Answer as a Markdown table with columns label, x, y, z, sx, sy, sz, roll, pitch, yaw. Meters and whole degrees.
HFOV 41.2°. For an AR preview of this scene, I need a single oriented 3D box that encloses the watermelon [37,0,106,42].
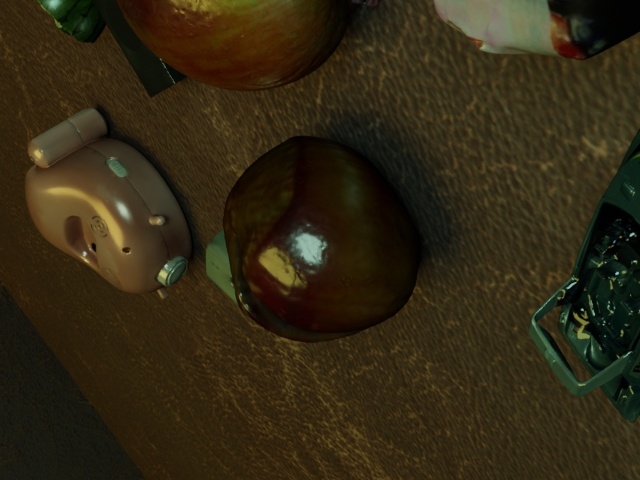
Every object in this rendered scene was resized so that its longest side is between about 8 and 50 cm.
| label | x | y | z | sx | sy | sz | roll | pitch | yaw |
| --- | --- | --- | --- | --- | --- | --- | --- | --- | --- |
| watermelon | -0.270 | -0.272 | 0.929 | 0.062 | 0.105 | 0.105 | -41 | 84 | 18 |

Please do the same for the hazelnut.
| label | x | y | z | sx | sy | sz | roll | pitch | yaw |
| --- | --- | --- | --- | --- | --- | --- | --- | --- | --- |
| hazelnut | 0.000 | 0.000 | 0.746 | 0.178 | 0.178 | 0.204 | 53 | 157 | 2 |

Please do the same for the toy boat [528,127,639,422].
| label | x | y | z | sx | sy | sz | roll | pitch | yaw |
| --- | --- | --- | --- | --- | --- | --- | --- | --- | --- |
| toy boat | 0.197 | 0.008 | 0.506 | 0.246 | 0.103 | 0.093 | 94 | 157 | -44 |

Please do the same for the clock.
| label | x | y | z | sx | sy | sz | roll | pitch | yaw |
| --- | --- | --- | --- | --- | --- | --- | --- | --- | --- |
| clock | -0.284 | -0.021 | 1.171 | 0.241 | 0.142 | 0.227 | 41 | 150 | 17 |

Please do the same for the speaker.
| label | x | y | z | sx | sy | sz | roll | pitch | yaw |
| --- | --- | --- | --- | --- | --- | --- | --- | --- | --- |
| speaker | -0.204 | -0.258 | 0.877 | 0.082 | 0.044 | 0.218 | -4 | 118 | 58 |

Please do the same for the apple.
| label | x | y | z | sx | sy | sz | roll | pitch | yaw |
| --- | --- | --- | --- | --- | --- | --- | --- | --- | --- |
| apple | -0.060 | -0.200 | 0.609 | 0.173 | 0.160 | 0.195 | 18 | 131 | 35 |

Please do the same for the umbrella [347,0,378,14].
| label | x | y | z | sx | sy | sz | roll | pitch | yaw |
| --- | --- | --- | --- | --- | --- | --- | --- | --- | --- |
| umbrella | -0.001 | -0.174 | 0.683 | 0.165 | 0.025 | 0.027 | -20 | 75 | 60 |

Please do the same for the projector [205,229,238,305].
| label | x | y | z | sx | sy | sz | roll | pitch | yaw |
| --- | --- | --- | --- | --- | --- | --- | --- | --- | --- |
| projector | -0.070 | 0.028 | 0.949 | 0.082 | 0.083 | 0.083 | 41 | 150 | 22 |

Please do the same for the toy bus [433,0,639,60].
| label | x | y | z | sx | sy | sz | roll | pitch | yaw |
| --- | --- | --- | --- | --- | --- | --- | --- | --- | --- |
| toy bus | 0.096 | -0.232 | 0.357 | 0.147 | 0.127 | 0.303 | 21 | 138 | 50 |
